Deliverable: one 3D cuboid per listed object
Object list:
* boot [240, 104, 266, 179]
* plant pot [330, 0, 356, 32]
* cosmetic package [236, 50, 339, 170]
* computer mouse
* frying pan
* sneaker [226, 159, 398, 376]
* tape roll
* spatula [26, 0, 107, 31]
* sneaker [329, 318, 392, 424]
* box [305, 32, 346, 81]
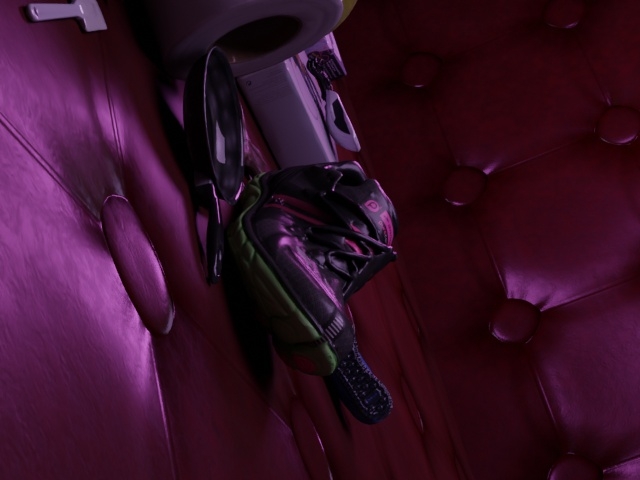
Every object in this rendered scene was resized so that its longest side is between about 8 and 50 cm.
[{"bbox_3d":[-0.112,-0.148,1.831,0.114,0.037,0.106,37,46,-69],"label":"boot"},{"bbox_3d":[-0.086,-0.470,1.801,0.293,0.275,0.275,77,-4,-62],"label":"plant pot"},{"bbox_3d":[-0.062,-0.273,2.274,0.377,0.097,0.284,-99,168,-56],"label":"cosmetic package"},{"bbox_3d":[0.022,-0.237,2.261,0.106,0.042,0.193,67,1,-58],"label":"computer mouse"},{"bbox_3d":[-0.128,-0.080,1.520,0.197,0.053,0.326,58,30,-70],"label":"frying pan"},{"bbox_3d":[0.000,0.000,1.603,0.483,0.202,0.185,-95,161,-63],"label":"sneaker"},{"bbox_3d":[-0.111,-0.330,1.584,0.246,0.246,0.169,34,35,-75],"label":"tape roll"},{"bbox_3d":[-0.275,-0.286,1.226,0.242,0.019,0.168,-62,135,-78],"label":"spatula"},{"bbox_3d":[0.030,0.185,1.862,0.209,0.069,0.082,60,-25,0],"label":"sneaker"},{"bbox_3d":[-0.059,-0.454,2.568,0.163,0.142,0.247,49,21,-68],"label":"box"}]
